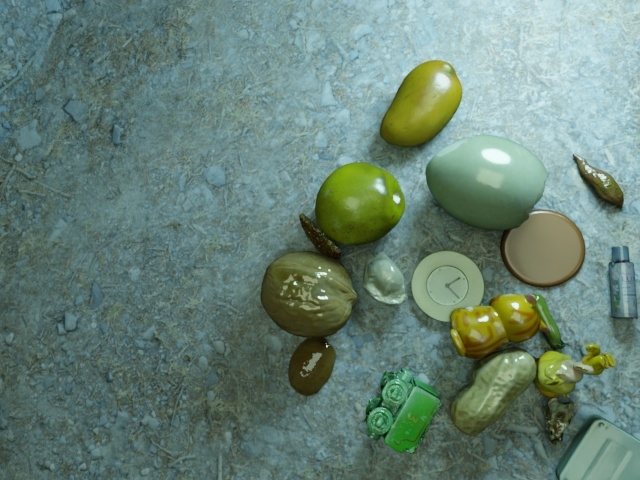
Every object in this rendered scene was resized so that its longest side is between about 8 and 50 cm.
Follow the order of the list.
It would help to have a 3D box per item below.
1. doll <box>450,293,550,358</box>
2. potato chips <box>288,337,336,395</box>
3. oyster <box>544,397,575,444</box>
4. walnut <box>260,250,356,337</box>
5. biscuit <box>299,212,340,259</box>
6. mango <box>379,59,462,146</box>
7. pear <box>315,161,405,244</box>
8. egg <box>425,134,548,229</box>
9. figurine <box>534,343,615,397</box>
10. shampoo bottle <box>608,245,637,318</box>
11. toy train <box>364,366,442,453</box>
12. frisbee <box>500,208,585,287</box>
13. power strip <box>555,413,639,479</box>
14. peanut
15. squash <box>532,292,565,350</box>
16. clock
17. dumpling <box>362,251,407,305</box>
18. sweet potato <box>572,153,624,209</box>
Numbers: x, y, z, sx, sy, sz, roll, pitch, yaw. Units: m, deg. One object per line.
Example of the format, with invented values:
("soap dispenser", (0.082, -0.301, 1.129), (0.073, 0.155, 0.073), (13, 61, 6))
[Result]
("doll", (0.520, 0.255, 1.401), (0.269, 0.162, 0.167), (-28, 116, 6))
("potato chips", (-0.033, 0.427, 1.583), (0.150, 0.049, 0.202), (36, 86, 11))
("oyster", (0.698, 0.536, 1.378), (0.103, 0.051, 0.148), (9, 93, -21))
("walnut", (-0.037, 0.172, 1.509), (0.313, 0.277, 0.252), (6, 115, 10))
("biscuit", (-0.004, 0.001, 1.594), (0.025, 0.126, 0.206), (-36, 64, -19))
("mango", (0.335, -0.445, 1.547), (0.211, 0.173, 0.317), (42, 100, 16))
("pear", (0.117, -0.117, 1.508), (0.294, 0.294, 0.294), (-2, 82, 14))
("egg", (0.491, -0.184, 1.415), (0.336, 0.278, 0.278), (27, 90, 13))
("figurine", (0.712, 0.373, 1.334), (0.246, 0.156, 0.131), (-42, 56, 46))
("shampoo bottle", (0.897, 0.125, 1.380), (0.072, 0.072, 0.214), (-1, 82, 14))
("toy train", (0.252, 0.533, 1.460), (0.188, 0.132, 0.243), (30, 90, 7))
("frisbee", (0.702, 0.023, 1.468), (0.250, 0.021, 0.251), (-2, 83, 12))
("power strip", (0.837, 0.659, 1.292), (0.261, 0.141, 0.229), (32, 92, 19))
("peanut", (0.511, 0.446, 1.394), (0.152, 0.152, 0.313), (39, 97, 15))
("squash", (0.693, 0.250, 1.426), (0.052, 0.052, 0.183), (-22, 81, 10))
("clock", (0.415, 0.149, 1.520), (0.235, 0.029, 0.235), (-2, 81, 13))
("dumpling", (0.206, 0.131, 1.532), (0.136, 0.118, 0.199), (-22, 56, 8))
("sweet potato", (0.862, -0.188, 1.433), (0.068, 0.068, 0.226), (-37, 75, 7))
